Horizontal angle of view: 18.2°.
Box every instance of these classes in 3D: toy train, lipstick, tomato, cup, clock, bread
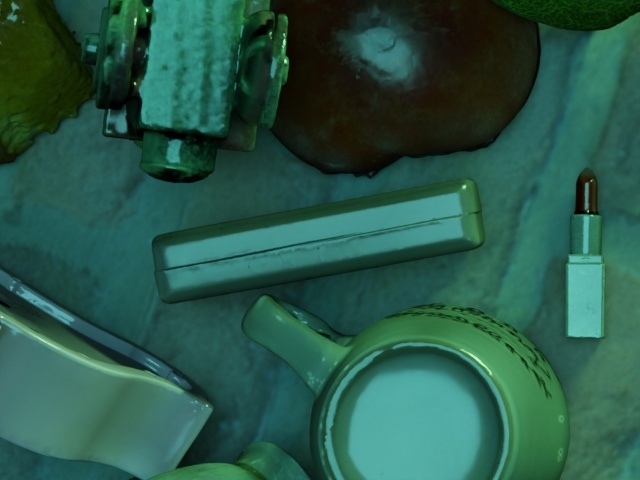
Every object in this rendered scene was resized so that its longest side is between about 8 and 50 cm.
[{"bbox_3d":[-0.092,-0.191,1.466,0.150,0.221,0.304,8,89,-8],"label":"toy train"},{"bbox_3d":[0.199,0.009,1.505,0.030,0.030,0.129,0,86,9],"label":"lipstick"},{"bbox_3d":[0.049,-0.157,1.501,0.228,0.112,0.199,-17,82,4],"label":"tomato"},{"bbox_3d":[0.048,0.116,1.422,0.258,0.234,0.186,32,91,11],"label":"cup"},{"bbox_3d":[-0.243,0.070,1.502,0.290,0.275,0.080,35,95,46],"label":"clock"},{"bbox_3d":[-0.274,-0.183,1.542,0.143,0.139,0.229,-31,84,-2],"label":"bread"}]

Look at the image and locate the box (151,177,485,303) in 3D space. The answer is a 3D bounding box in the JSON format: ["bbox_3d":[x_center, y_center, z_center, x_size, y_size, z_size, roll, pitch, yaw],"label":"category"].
[{"bbox_3d":[0.000,0.000,1.499,0.243,0.103,0.055,-10,91,8],"label":"box"}]

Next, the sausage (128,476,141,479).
[{"bbox_3d":[-0.129,0.222,1.540,0.034,0.034,0.083,-14,83,7],"label":"sausage"}]

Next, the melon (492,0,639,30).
[{"bbox_3d":[0.181,-0.274,1.418,0.129,0.169,0.265,13,107,52],"label":"melon"}]

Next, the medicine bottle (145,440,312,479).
[{"bbox_3d":[-0.074,0.232,1.454,0.143,0.147,0.147,-18,82,-31],"label":"medicine bottle"}]
